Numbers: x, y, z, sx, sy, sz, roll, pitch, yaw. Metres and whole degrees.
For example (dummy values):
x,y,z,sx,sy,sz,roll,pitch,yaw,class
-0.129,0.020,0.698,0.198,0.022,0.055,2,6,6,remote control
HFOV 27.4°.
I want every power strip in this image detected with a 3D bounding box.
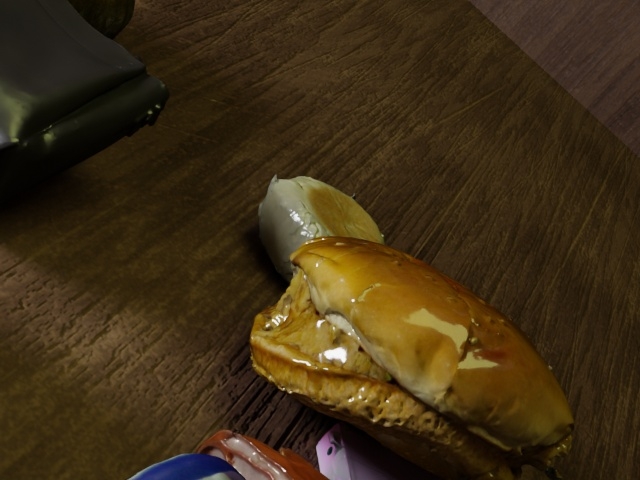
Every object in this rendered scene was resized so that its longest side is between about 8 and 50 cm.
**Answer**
x,y,z,sx,sy,sz,roll,pitch,yaw,class
0.112,0.263,1.245,0.279,0.037,0.109,29,26,-26,power strip

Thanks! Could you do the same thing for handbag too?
x,y,z,sx,sy,sz,roll,pitch,yaw,class
-0.299,-0.178,1.191,0.285,0.113,0.257,47,44,10,handbag

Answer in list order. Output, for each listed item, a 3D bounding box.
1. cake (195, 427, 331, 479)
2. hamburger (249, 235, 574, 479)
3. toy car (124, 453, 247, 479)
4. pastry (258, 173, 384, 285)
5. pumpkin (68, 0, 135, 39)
x,y,z,sx,sy,sz,roll,pitch,yaw,class
-0.023,0.232,0.969,0.135,0.098,0.287,41,3,-28,cake
0.092,0.115,1.234,0.314,0.170,0.290,31,6,-14,hamburger
-0.081,0.251,0.831,0.235,0.158,0.172,51,25,14,toy car
0.000,0.000,1.449,0.166,0.088,0.165,33,25,-18,pastry
-0.296,-0.299,1.410,0.219,0.162,0.219,29,29,-18,pumpkin
